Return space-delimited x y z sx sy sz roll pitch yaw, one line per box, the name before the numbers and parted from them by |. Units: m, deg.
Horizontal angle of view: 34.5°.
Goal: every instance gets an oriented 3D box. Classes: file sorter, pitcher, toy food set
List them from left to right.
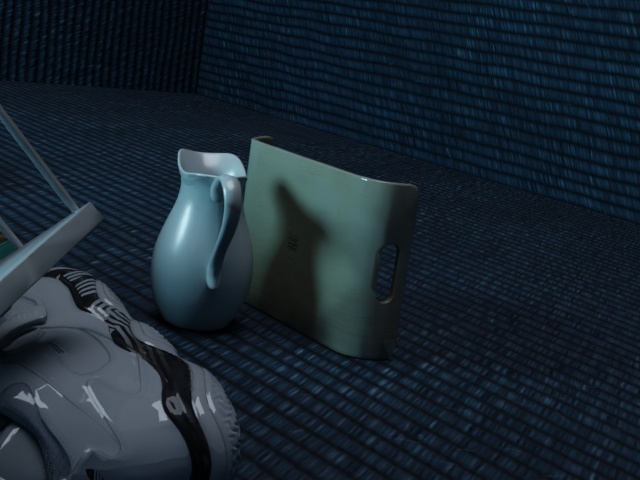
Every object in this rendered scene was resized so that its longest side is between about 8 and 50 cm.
file sorter | -0.348 0.016 0.765 0.278 0.173 0.193 -29 15 23
pitcher | -0.135 0.008 1.241 0.125 0.207 0.178 5 14 -16
toy food set | 0.000 0.000 1.338 0.092 0.219 0.306 -3 17 -40

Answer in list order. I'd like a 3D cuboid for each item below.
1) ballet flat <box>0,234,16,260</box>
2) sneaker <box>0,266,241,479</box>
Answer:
ballet flat | -0.424 0.050 1.214 0.073 0.080 0.232 -17 5 12
sneaker | -0.248 0.117 0.846 0.210 0.137 0.366 -1 19 -44
